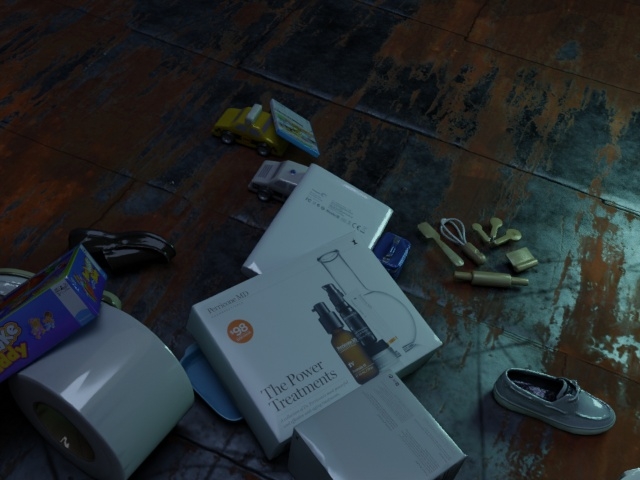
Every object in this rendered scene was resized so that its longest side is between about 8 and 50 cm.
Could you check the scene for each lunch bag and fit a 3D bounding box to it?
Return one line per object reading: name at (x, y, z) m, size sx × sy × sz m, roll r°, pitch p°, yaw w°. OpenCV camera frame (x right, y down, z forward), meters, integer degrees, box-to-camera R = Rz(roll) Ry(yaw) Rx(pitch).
lunch bag at (0.143, 0.035, 1.589) m, size 0.067 × 0.065 × 0.098 m, roll 22°, pitch 48°, yaw 12°

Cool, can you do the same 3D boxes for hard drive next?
hard drive at (0.000, 0.000, 1.575) m, size 0.210 × 0.040 × 0.319 m, roll 30°, pitch 54°, yaw 1°

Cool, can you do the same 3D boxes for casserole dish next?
casserole dish at (-0.173, 0.255, 1.366) m, size 0.114 × 0.037 × 0.188 m, roll -34°, pitch 61°, yaw -32°

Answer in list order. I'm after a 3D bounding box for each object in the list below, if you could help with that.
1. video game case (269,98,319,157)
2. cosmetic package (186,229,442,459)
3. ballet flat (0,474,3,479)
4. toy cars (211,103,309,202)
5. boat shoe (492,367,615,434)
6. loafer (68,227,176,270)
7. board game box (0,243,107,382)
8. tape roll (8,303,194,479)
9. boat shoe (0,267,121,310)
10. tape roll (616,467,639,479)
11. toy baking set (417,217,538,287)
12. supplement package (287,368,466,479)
video game case at (-0.064, -0.270, 1.805) m, size 0.119 × 0.015 × 0.166 m, roll 29°, pitch 26°, yaw -27°
cosmetic package at (-0.008, 0.174, 1.375) m, size 0.377 × 0.097 × 0.284 m, roll -25°, pitch 66°, yaw -31°
ballet flat at (-0.523, 0.443, 1.133) m, size 0.084 × 0.058 × 0.250 m, roll -2°, pitch 49°, yaw -11°
toy cars at (-0.113, -0.207, 1.756) m, size 0.176 × 0.087 × 0.394 m, roll -19°, pitch 54°, yaw -23°
boat shoe at (0.436, 0.291, 1.388) m, size 0.227 × 0.081 × 0.079 m, roll 15°, pitch 48°, yaw 6°
loafer at (-0.401, 0.030, 1.519) m, size 0.220 × 0.080 × 0.078 m, roll 4°, pitch 57°, yaw 2°
board game box at (-0.513, 0.156, 1.207) m, size 0.347 × 0.078 × 0.233 m, roll -35°, pitch 17°, yaw -4°
tape roll at (-0.349, 0.246, 1.210) m, size 0.246 × 0.246 × 0.169 m, roll 29°, pitch 50°, yaw 18°
boat shoe at (-0.526, 0.131, 1.378) m, size 0.302 × 0.113 × 0.103 m, roll 7°, pitch 42°, yaw -3°
tape roll at (0.564, 0.510, 1.197) m, size 0.286 × 0.100 × 0.286 m, roll 4°, pitch 48°, yaw -4°
toy baking set at (0.343, 0.024, 1.655) m, size 0.256 × 0.030 × 0.197 m, roll 2°, pitch 45°, yaw -6°
supplement package at (0.085, 0.361, 1.230) m, size 0.203 × 0.149 × 0.194 m, roll -25°, pitch 56°, yaw -27°
